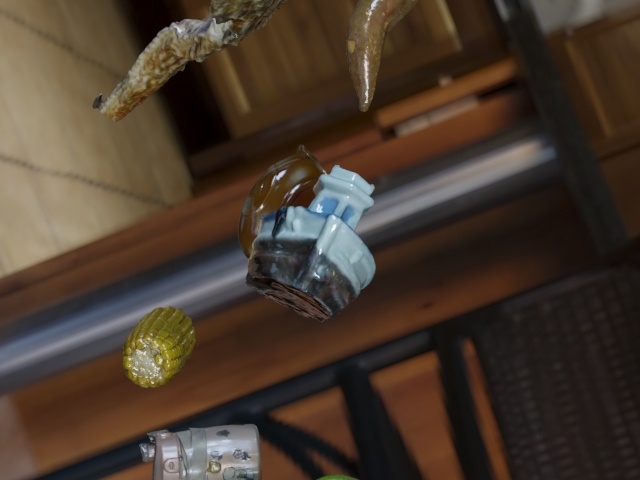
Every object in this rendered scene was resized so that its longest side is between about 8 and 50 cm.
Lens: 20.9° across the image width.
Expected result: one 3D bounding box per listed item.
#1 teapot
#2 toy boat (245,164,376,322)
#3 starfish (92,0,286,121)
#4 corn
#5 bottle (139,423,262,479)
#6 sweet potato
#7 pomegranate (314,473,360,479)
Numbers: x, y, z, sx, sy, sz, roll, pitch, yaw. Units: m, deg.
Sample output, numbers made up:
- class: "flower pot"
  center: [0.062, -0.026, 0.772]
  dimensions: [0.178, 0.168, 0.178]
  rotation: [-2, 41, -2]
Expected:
- class: "teapot"
  center: [-0.037, -0.034, 1.717]
  dimensions: [0.078, 0.129, 0.098]
  rotation: [19, -14, 45]
- class: "toy boat"
  center: [0.000, 0.000, 0.808]
  dimensions: [0.059, 0.066, 0.140]
  rotation: [27, -7, -1]
- class: "starfish"
  center: [-0.051, -0.267, 1.436]
  dimensions: [0.132, 0.384, 0.398]
  rotation: [38, -7, 7]
- class: "corn"
  center: [-0.170, 0.112, 1.824]
  dimensions: [0.207, 0.068, 0.068]
  rotation: [-80, 148, -82]
- class: "bottle"
  center: [-0.153, 0.284, 2.209]
  dimensions: [0.099, 0.152, 0.099]
  rotation: [177, -90, -79]
- class: "sweet potato"
  center: [0.084, -0.286, 2.023]
  dimensions: [0.059, 0.281, 0.067]
  rotation: [17, -17, 42]
- class: "pomegranate"
  center: [-0.003, 0.446, 2.156]
  dimensions: [0.216, 0.310, 0.358]
  rotation: [46, -13, 23]
